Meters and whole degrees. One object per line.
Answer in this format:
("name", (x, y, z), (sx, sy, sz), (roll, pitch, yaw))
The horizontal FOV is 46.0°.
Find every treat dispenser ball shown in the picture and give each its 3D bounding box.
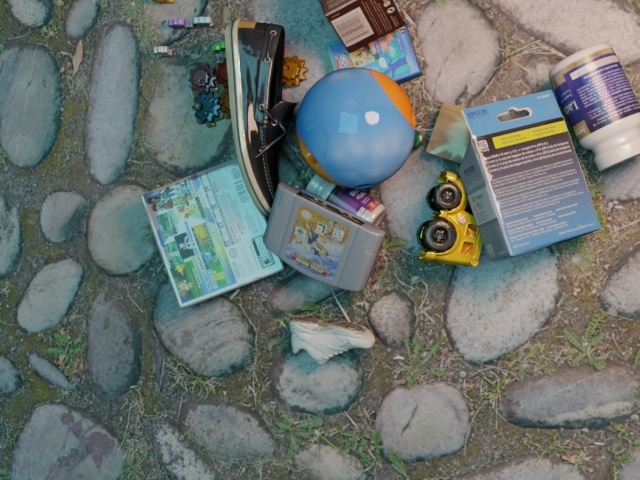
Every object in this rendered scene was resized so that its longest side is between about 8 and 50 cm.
("treat dispenser ball", (0.083, -0.268, 1.806), (0.288, 0.288, 0.288), (0, 89, 15))

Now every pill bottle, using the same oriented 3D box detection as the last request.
("pill bottle", (0.060, -0.092, 1.908), (0.193, 0.108, 0.108), (35, 98, 13))
("pill bottle", (0.645, -0.302, 1.729), (0.153, 0.153, 0.264), (-24, 83, 14))

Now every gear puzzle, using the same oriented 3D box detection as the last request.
("gear puzzle", (-0.195, -0.416, 2.014), (0.339, 0.044, 0.175), (-9, 87, 15))

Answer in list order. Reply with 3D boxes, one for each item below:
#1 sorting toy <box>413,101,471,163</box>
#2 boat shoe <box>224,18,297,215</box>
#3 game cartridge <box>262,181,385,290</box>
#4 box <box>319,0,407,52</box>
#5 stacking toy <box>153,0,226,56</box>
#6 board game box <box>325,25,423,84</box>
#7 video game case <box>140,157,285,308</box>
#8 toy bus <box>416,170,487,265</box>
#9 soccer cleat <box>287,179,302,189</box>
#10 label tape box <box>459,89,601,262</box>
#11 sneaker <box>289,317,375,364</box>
("sorting toy", (0.355, -0.255, 1.862), (0.275, 0.046, 0.132), (20, 95, 15))
("boat shoe", (-0.136, -0.311, 1.913), (0.156, 0.187, 0.500), (-4, 97, 6))
("game cartridge", (0.000, 0.000, 1.877), (0.297, 0.062, 0.198), (26, 115, 16))
("box", (0.086, -0.611, 1.849), (0.167, 0.168, 0.203), (-24, 63, 14))
("stacking toy", (-0.355, -0.596, 2.057), (0.221, 0.052, 0.166), (-1, 89, 15))
("board game box", (0.136, -0.461, 1.923), (0.210, 0.047, 0.160), (-18, 85, 14))
("video game case", (-0.288, -0.022, 2.010), (0.300, 0.036, 0.329), (-21, 85, 2))
("toy bus", (0.352, -0.040, 1.820), (0.212, 0.149, 0.220), (13, 90, 2))
("soccer cleat", (-0.057, -0.125, 1.982), (0.083, 0.029, 0.035), (40, 103, 17))
("label tape box", (0.466, -0.149, 1.746), (0.249, 0.115, 0.347), (-15, 82, -17))
("sneaker", (0.030, 0.264, 1.932), (0.232, 0.090, 0.115), (5, 97, 24))
